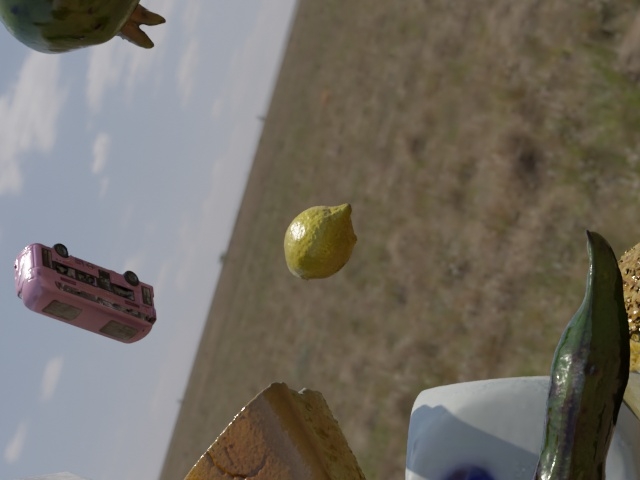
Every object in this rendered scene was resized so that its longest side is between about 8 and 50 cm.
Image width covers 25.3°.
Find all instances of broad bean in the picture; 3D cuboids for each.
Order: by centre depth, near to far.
[{"bbox_3d":[0.204,0.159,1.126,0.077,0.061,0.339,19,-101,-52],"label":"broad bean"}]

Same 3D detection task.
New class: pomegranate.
[{"bbox_3d":[-0.279,-0.302,1.678,0.198,0.246,0.198,-41,28,28],"label":"pomegranate"}]

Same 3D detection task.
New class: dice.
[{"bbox_3d":[0.283,0.344,1.890,0.277,0.304,0.304,37,-130,-70],"label":"dice"}]

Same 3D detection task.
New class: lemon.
[{"bbox_3d":[0.000,0.000,1.342,0.092,0.065,0.065,-52,13,27],"label":"lemon"}]

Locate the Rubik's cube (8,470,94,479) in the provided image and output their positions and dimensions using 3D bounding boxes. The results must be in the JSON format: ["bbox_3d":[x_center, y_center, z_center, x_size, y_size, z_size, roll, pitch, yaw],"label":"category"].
[{"bbox_3d":[-0.307,0.389,1.239,0.316,0.319,0.322,-7,87,64],"label":"Rubik's cube"}]

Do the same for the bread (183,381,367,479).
[{"bbox_3d":[-0.044,0.242,1.296,0.160,0.169,0.140,-34,-19,16],"label":"bread"}]

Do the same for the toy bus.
[{"bbox_3d":[-0.308,0.071,1.875,0.063,0.203,0.090,-39,46,30],"label":"toy bus"}]

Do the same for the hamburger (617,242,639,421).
[{"bbox_3d":[0.369,0.050,1.268,0.276,0.179,0.294,-35,10,-37],"label":"hamburger"}]
